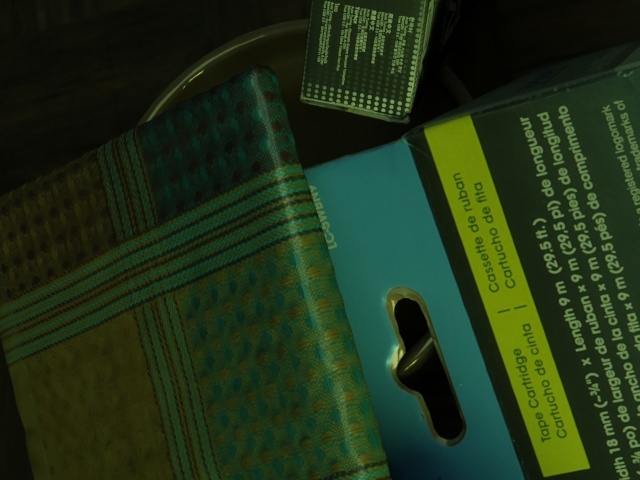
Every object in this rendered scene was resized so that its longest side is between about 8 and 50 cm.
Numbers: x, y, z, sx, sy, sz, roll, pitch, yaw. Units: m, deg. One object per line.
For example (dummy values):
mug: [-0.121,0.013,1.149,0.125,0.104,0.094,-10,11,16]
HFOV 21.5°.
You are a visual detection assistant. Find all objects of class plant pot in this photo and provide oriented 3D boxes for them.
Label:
plant pot: [0.000,0.000,0.978,0.237,0.110,0.237,-7,70,18]

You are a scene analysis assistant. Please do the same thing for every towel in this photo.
towel: [-0.062,0.124,0.883,0.271,0.040,0.370,-21,81,44]

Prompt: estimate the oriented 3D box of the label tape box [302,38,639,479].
label tape box: [0.181,0.020,0.833,0.334,0.106,0.240,-14,102,25]

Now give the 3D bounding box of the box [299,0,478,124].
box: [0.057,-0.223,0.856,0.060,0.216,0.270,12,116,9]
